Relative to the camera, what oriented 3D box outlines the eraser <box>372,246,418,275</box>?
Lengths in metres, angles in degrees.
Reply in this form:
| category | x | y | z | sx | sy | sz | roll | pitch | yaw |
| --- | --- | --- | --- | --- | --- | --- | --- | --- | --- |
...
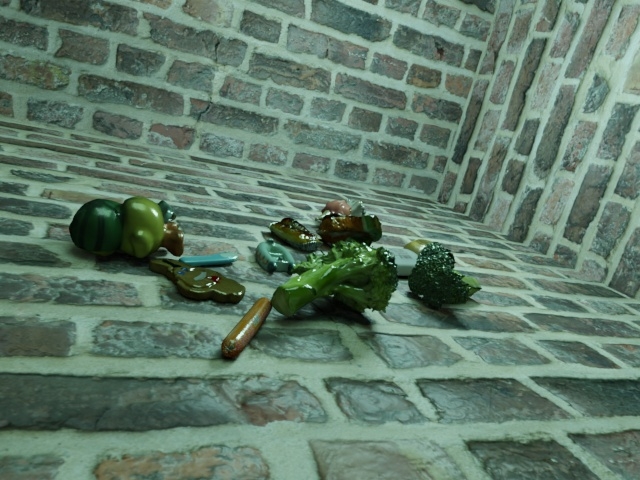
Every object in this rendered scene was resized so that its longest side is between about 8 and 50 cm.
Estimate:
| category | x | y | z | sx | sy | sz | roll | pitch | yaw |
| --- | --- | --- | --- | --- | --- | --- | --- | --- | --- |
| eraser | 0.287 | 0.087 | 2.149 | 0.270 | 0.094 | 0.174 | 2 | 22 | -35 |

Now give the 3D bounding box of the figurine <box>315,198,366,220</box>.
| category | x | y | z | sx | sy | sz | roll | pitch | yaw |
| --- | --- | --- | --- | --- | --- | --- | --- | --- | --- |
| figurine | 0.108 | -0.132 | 2.653 | 0.207 | 0.166 | 0.387 | -16 | 1 | 32 |

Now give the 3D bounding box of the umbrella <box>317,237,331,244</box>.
| category | x | y | z | sx | sy | sz | roll | pitch | yaw |
| --- | --- | --- | --- | --- | --- | --- | --- | --- | --- |
| umbrella | 0.000 | -0.002 | 2.338 | 0.122 | 0.013 | 0.022 | 16 | 35 | -2 |

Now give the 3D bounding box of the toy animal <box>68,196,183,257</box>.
| category | x | y | z | sx | sy | sz | roll | pitch | yaw |
| --- | --- | --- | --- | --- | --- | --- | --- | --- | --- |
| toy animal | -0.604 | -0.046 | 1.610 | 0.338 | 0.191 | 0.216 | 5 | 14 | -27 |

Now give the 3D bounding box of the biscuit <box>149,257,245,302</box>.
| category | x | y | z | sx | sy | sz | roll | pitch | yaw |
| --- | --- | --- | --- | --- | --- | --- | --- | --- | --- |
| biscuit | -0.380 | 0.115 | 1.540 | 0.320 | 0.047 | 0.183 | 21 | 14 | 27 |

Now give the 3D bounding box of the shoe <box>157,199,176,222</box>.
| category | x | y | z | sx | sy | sz | roll | pitch | yaw |
| --- | --- | --- | --- | --- | --- | --- | --- | --- | --- |
| shoe | -0.621 | -0.102 | 2.048 | 0.078 | 0.079 | 0.195 | 46 | -9 | -28 |

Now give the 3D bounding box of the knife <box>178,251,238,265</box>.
| category | x | y | z | sx | sy | sz | roll | pitch | yaw |
| --- | --- | --- | --- | --- | --- | --- | --- | --- | --- |
| knife | -0.376 | 0.066 | 1.734 | 0.222 | 0.031 | 0.064 | -5 | 28 | -41 |

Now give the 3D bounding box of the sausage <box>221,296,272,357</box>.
| category | x | y | z | sx | sy | sz | roll | pitch | yaw |
| --- | --- | --- | --- | --- | --- | --- | --- | --- | --- |
| sausage | -0.185 | 0.219 | 1.334 | 0.053 | 0.053 | 0.348 | 16 | 16 | 6 |

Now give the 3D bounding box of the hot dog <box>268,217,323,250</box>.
| category | x | y | z | sx | sy | sz | roll | pitch | yaw |
| --- | --- | --- | --- | --- | --- | --- | --- | --- | --- |
| hot dog | -0.109 | -0.029 | 2.210 | 0.163 | 0.081 | 0.270 | -4 | 25 | -45 |

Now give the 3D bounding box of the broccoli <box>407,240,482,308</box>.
| category | x | y | z | sx | sy | sz | roll | pitch | yaw |
| --- | --- | --- | --- | --- | --- | --- | --- | --- | --- |
| broccoli | 0.493 | 0.142 | 1.987 | 0.252 | 0.221 | 0.361 | 29 | 10 | 23 |

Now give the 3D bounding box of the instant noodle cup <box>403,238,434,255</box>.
| category | x | y | z | sx | sy | sz | roll | pitch | yaw |
| --- | --- | --- | --- | --- | --- | --- | --- | --- | --- |
| instant noodle cup | 0.515 | 0.055 | 2.467 | 0.274 | 0.090 | 0.274 | 14 | 15 | -4 |

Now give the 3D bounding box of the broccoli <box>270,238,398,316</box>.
| category | x | y | z | sx | sy | sz | roll | pitch | yaw |
| --- | --- | --- | --- | --- | --- | --- | --- | --- | --- |
| broccoli | 0.065 | 0.125 | 1.550 | 0.353 | 0.274 | 0.397 | -26 | -6 | 15 |

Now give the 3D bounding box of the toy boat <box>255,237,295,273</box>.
| category | x | y | z | sx | sy | sz | roll | pitch | yaw |
| --- | --- | --- | --- | --- | --- | --- | --- | --- | --- |
| toy boat | -0.167 | 0.054 | 1.881 | 0.134 | 0.078 | 0.208 | 4 | 21 | -26 |

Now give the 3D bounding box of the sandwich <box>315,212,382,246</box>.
| category | x | y | z | sx | sy | sz | roll | pitch | yaw |
| --- | --- | --- | --- | --- | --- | --- | --- | --- | --- |
| sandwich | 0.129 | -0.027 | 2.296 | 0.301 | 0.162 | 0.250 | 3 | -14 | 3 |
